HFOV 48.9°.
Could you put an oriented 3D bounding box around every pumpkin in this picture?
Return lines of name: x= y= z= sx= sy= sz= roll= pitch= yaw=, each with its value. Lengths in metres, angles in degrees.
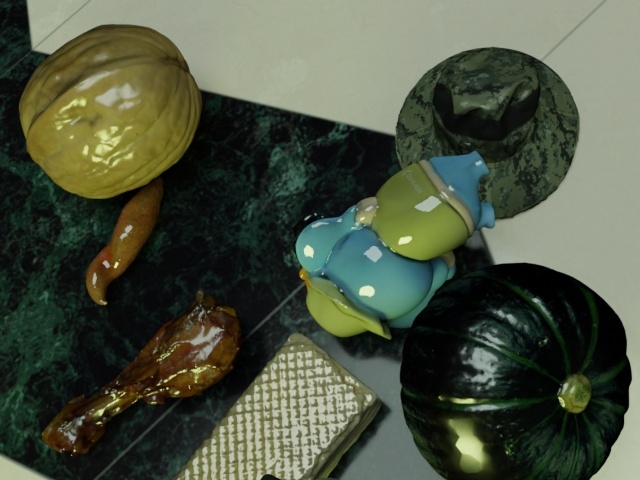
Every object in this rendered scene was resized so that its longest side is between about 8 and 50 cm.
pumpkin: x=0.185 y=0.146 z=0.751 sx=0.247 sy=0.248 sz=0.248 roll=-5 pitch=68 yaw=12

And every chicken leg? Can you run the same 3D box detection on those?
chicken leg: x=-0.227 y=0.179 z=0.903 sx=0.304 sy=0.093 sz=0.113 roll=-33 pitch=47 yaw=9

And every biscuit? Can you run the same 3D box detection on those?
biscuit: x=-0.107 y=0.312 z=0.817 sx=0.144 sy=0.078 sz=0.426 roll=38 pitch=82 yaw=23

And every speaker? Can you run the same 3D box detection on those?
speaker: x=-0.002 y=-0.004 z=0.924 sx=0.075 sy=0.060 sz=0.095 roll=-31 pitch=65 yaw=-1

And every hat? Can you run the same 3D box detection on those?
hat: x=0.212 y=-0.172 z=0.903 sx=0.265 sy=0.128 sz=0.266 roll=-5 pitch=65 yaw=10

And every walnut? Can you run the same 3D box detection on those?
walnut: x=-0.294 y=-0.177 z=0.981 sx=0.260 sy=0.225 sz=0.225 roll=-32 pitch=65 yaw=10

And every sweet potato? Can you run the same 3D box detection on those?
sweet potato: x=-0.274 y=-0.006 z=0.997 sx=0.055 sy=0.058 sz=0.202 roll=26 pitch=75 yaw=11

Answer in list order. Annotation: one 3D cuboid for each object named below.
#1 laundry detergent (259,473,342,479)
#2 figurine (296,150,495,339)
laundry detergent: x=0.031 y=0.316 z=0.744 sx=0.225 sy=0.070 sz=0.099 roll=28 pitch=92 yaw=-1
figurine: x=0.097 y=0.014 z=0.828 sx=0.262 sy=0.180 sz=0.154 roll=-32 pitch=59 yaw=9
